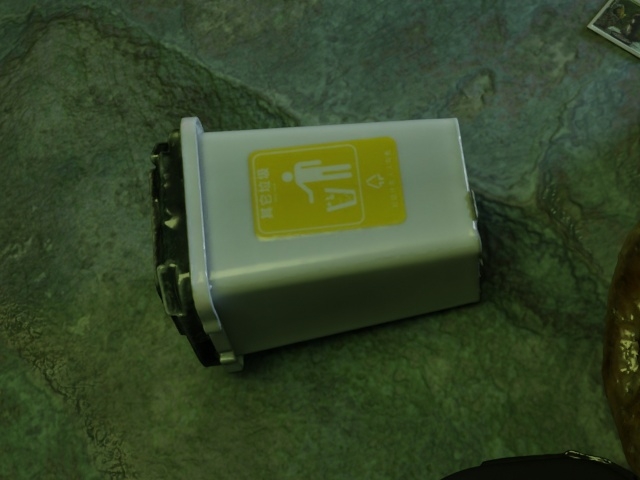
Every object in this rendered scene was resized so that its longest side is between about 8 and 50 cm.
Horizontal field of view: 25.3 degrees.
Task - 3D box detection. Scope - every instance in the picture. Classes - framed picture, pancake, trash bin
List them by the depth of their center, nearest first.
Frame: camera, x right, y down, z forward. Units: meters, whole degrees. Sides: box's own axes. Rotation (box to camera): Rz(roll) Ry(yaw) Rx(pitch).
[{"bbox_3d":[0.395,0.108,1.432,0.356,0.065,0.356,-13,76,60],"label":"pancake"},{"bbox_3d":[0.000,0.000,1.680,0.367,0.296,0.256,-9,62,3],"label":"trash bin"},{"bbox_3d":[0.384,-0.267,1.766,0.089,0.007,0.066,38,85,30],"label":"framed picture"}]

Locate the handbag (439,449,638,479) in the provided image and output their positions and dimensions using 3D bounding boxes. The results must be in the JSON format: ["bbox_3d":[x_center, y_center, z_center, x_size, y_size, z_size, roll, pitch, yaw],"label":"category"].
[{"bbox_3d":[0.220,0.344,1.489,0.308,0.093,0.254,-8,51,12],"label":"handbag"}]
